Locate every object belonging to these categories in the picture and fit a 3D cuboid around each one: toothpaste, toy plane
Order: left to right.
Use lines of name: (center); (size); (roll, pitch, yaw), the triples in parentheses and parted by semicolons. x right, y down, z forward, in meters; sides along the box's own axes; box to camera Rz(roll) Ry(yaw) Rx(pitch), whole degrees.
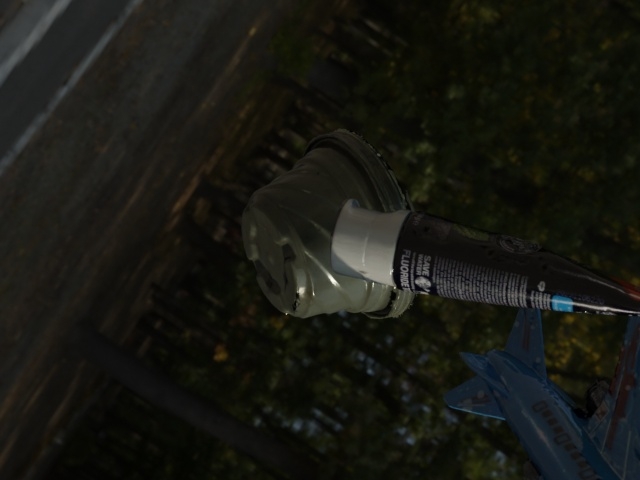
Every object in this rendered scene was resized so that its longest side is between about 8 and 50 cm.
toothpaste: (0.103, 0.017, 0.580); (0.071, 0.193, 0.045); (4, 98, -70)
toy plane: (0.192, 0.167, 0.786); (0.254, 0.105, 0.271); (-56, -131, 21)

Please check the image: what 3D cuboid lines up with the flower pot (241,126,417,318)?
flower pot: (0.000, 0.000, 1.210); (0.140, 0.236, 0.235); (-22, 170, -22)
